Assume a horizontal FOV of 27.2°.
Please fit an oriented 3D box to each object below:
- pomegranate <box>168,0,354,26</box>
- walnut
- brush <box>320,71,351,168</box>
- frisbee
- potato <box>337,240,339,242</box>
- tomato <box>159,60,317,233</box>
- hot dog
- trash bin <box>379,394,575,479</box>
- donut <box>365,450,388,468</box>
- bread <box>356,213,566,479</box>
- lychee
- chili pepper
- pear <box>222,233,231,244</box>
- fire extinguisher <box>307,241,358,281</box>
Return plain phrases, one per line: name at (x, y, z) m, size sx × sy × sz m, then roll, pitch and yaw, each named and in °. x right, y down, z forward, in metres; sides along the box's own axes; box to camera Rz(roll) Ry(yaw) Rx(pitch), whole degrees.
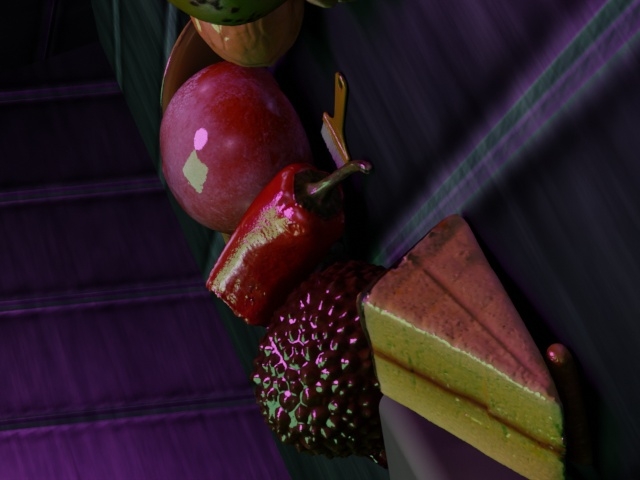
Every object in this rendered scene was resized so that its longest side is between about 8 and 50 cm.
pomegranate at (-0.066, -0.359, 1.481) m, size 0.285 × 0.231 × 0.231 m, roll 5°, pitch 124°, yaw 31°
walnut at (-0.100, -0.326, 1.731) m, size 0.159 × 0.159 × 0.207 m, roll -155°, pitch 46°, yaw -74°
brush at (0.024, -0.165, 1.788) m, size 0.205 × 0.011 × 0.083 m, roll 95°, pitch 153°, yaw -63°
frisbee at (-0.185, -0.269, 2.131) m, size 0.017 × 0.236 × 0.236 m, roll 23°, pitch 148°, yaw 20°
potato at (0.000, 0.000, 2.086) m, size 0.083 × 0.062 × 0.068 m, roll -91°, pitch 8°, yaw -51°
tomato at (-0.131, -0.133, 2.023) m, size 0.270 × 0.227 × 0.270 m, roll 157°, pitch 90°, yaw -80°
hot dog at (0.245, 0.164, 1.300) m, size 0.044 × 0.028 × 0.137 m, roll 36°, pitch 144°, yaw 58°
trash bin at (0.199, 0.320, 1.476) m, size 0.343 × 0.158 × 0.223 m, roll -121°, pitch 18°, yaw -55°
donut at (0.088, 0.247, 1.895) m, size 0.295 × 0.151 × 0.112 m, roll 62°, pitch 177°, yaw 28°
bread at (0.190, 0.116, 1.387) m, size 0.264 × 0.163 × 0.168 m, roll 28°, pitch 145°, yaw 34°
lychee at (0.030, 0.162, 1.731) m, size 0.267 × 0.267 × 0.268 m, roll 159°, pitch 90°, yaw -79°
chili pepper at (-0.030, -0.036, 1.872) m, size 0.134 × 0.131 × 0.338 m, roll 40°, pitch 123°, yaw 9°
pear at (-0.101, -0.021, 2.310) m, size 0.167 × 0.136 × 0.167 m, roll 162°, pitch 90°, yaw -76°
fire extinguisher at (0.025, 0.101, 2.020) m, size 0.105 × 0.104 × 0.269 m, roll -137°, pitch 27°, yaw -65°
